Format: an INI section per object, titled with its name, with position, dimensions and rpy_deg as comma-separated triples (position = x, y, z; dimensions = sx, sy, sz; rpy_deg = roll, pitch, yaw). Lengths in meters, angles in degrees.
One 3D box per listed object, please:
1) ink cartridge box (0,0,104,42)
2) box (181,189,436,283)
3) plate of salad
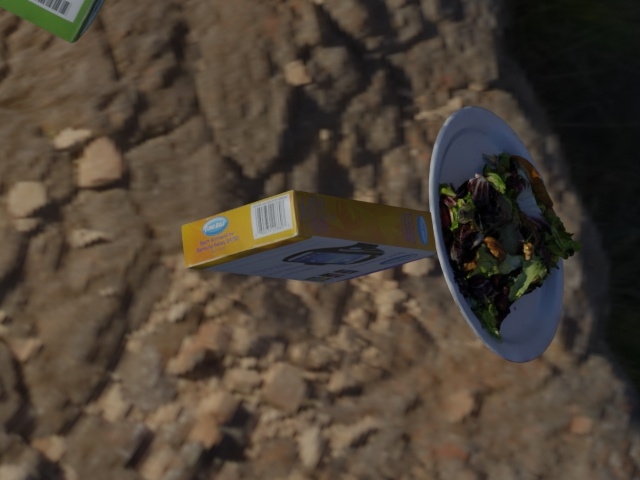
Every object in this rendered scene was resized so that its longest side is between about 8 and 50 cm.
[ink cartridge box]
position = -0.201, -0.293, 1.308
dimensions = 0.189, 0.097, 0.255
rpy_deg = 27, 49, -10
[box]
position = 0.000, 0.000, 0.994
dimensions = 0.136, 0.081, 0.028
rpy_deg = 5, 73, -51
[plate of salad]
position = 0.144, -0.007, 1.381
dimensions = 0.200, 0.048, 0.199
rpy_deg = 25, 58, -50
